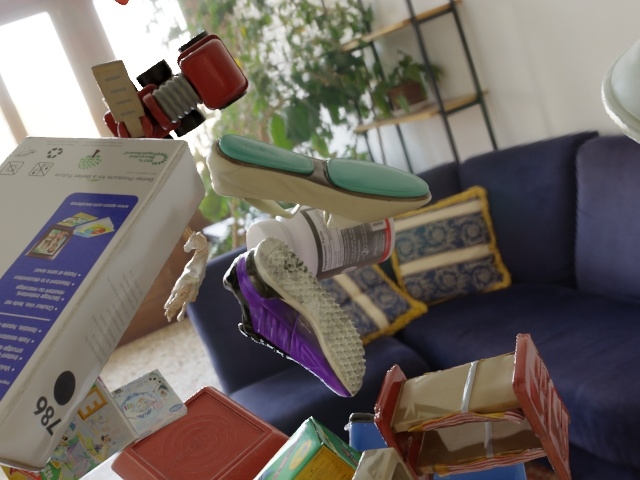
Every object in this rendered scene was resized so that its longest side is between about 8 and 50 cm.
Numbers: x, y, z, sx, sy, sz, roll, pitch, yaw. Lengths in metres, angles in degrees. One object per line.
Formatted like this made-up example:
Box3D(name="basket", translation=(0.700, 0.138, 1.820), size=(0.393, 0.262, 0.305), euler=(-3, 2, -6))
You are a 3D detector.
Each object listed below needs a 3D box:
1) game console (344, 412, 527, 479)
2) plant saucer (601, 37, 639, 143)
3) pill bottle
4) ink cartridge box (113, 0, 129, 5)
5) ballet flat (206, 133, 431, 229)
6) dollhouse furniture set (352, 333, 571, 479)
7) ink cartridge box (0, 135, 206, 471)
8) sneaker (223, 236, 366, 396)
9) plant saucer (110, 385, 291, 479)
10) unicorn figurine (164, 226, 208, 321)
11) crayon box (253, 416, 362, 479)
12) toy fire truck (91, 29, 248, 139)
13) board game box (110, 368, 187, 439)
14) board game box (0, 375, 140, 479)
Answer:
Box3D(name="game console", translation=(0.192, 0.396, 1.330), size=(0.292, 0.173, 0.250), euler=(2, 43, 0))
Box3D(name="plant saucer", translation=(0.550, -0.223, 0.901), size=(0.400, 0.101, 0.401), euler=(-9, 37, 7))
Box3D(name="pill bottle", translation=(0.000, 0.000, 1.575), size=(0.283, 0.161, 0.161), euler=(-15, 8, -27))
Box3D(name="ink cartridge box", translation=(-0.398, -0.533, 1.051), size=(0.091, 0.384, 0.308), euler=(-45, 28, 44))
Box3D(name="ballet flat", translation=(-0.005, -0.055, 0.835), size=(0.248, 0.086, 0.086), euler=(13, 10, -5))
Box3D(name="dollhouse furniture set", translation=(0.154, 0.288, 0.843), size=(0.201, 0.152, 0.374), euler=(-19, 23, 29))
Box3D(name="ink cartridge box", translation=(-0.221, 0.047, 0.529), size=(0.165, 0.065, 0.333), euler=(5, 44, 20))
Box3D(name="sneaker", translation=(-0.049, 0.139, 1.220), size=(0.146, 0.293, 0.102), euler=(-28, 13, 32))
Box3D(name="plant saucer", translation=(-0.222, 0.384, 1.396), size=(0.259, 0.048, 0.258), euler=(23, 45, 39))
Box3D(name="unicorn figurine", translation=(-0.211, 0.057, 1.213), size=(0.060, 0.111, 0.162), euler=(16, 25, -20))
Box3D(name="crayon box", translation=(-0.038, 0.390, 0.976), size=(0.278, 0.165, 0.081), euler=(-48, 18, 1))
Box3D(name="toy fire truck", translation=(-0.225, -0.219, 1.093), size=(0.217, 0.159, 0.246), euler=(-33, 18, 2))
Box3D(name="board game box", translation=(-0.266, 0.251, 1.153), size=(0.090, 0.020, 0.090), euler=(-25, 52, -32))
Box3D(name="board game box", translation=(-0.242, 0.138, 0.650), size=(0.103, 0.154, 0.026), euler=(-35, -8, -12))
